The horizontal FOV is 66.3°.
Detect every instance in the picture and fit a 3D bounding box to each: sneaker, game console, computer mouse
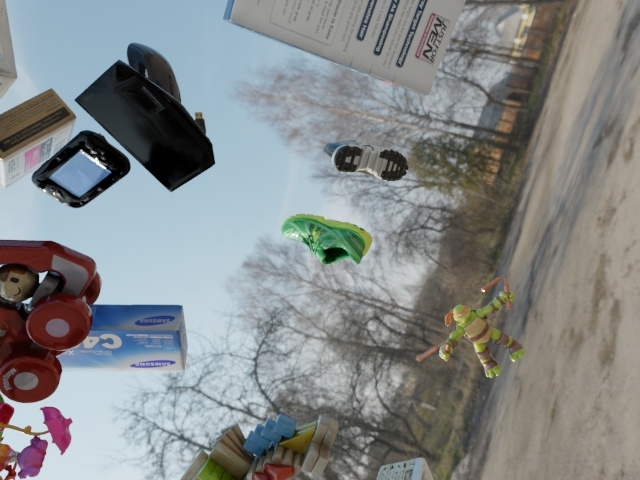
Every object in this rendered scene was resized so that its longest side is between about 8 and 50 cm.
[{"bbox_3d":[0.104,-0.196,1.156,0.234,0.106,0.078,3,-66,-35],"label":"sneaker"},{"bbox_3d":[-0.364,-0.144,0.860,0.213,0.361,0.044,47,-146,-28],"label":"game console"},{"bbox_3d":[0.000,0.000,1.403,0.109,0.295,0.124,42,-116,-54],"label":"sneaker"},{"bbox_3d":[-0.320,-0.317,1.096,0.184,0.060,0.262,-11,-98,-64],"label":"computer mouse"}]

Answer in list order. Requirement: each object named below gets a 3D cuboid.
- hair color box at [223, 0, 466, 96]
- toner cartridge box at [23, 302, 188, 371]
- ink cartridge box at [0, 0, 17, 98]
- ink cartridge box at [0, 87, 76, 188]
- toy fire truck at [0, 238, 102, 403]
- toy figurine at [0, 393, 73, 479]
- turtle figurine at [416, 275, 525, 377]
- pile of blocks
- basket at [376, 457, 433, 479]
[{"bbox_3d":[0.039,-0.369,0.772,0.105,0.346,0.174,-123,50,-61],"label":"hair color box"},{"bbox_3d":[-0.485,0.221,1.102,0.075,0.347,0.165,-96,10,-45],"label":"toner cartridge box"},{"bbox_3d":[-0.724,-0.390,0.949,0.091,0.308,0.385,6,-121,-56],"label":"ink cartridge box"},{"bbox_3d":[-0.700,-0.237,1.166,0.193,0.088,0.234,-47,15,-30],"label":"ink cartridge box"},{"bbox_3d":[-0.555,0.127,0.875,0.302,0.253,0.169,-56,26,13],"label":"toy fire truck"},{"bbox_3d":[-0.472,0.316,0.755,0.130,0.159,0.173,85,-173,-50],"label":"toy figurine"},{"bbox_3d":[0.357,0.220,1.133,0.269,0.217,0.087,-44,21,-2],"label":"turtle figurine"},{"bbox_3d":[-0.135,0.446,0.976,0.361,0.149,0.112,-29,3,6],"label":"pile of blocks"},{"bbox_3d":[0.184,0.550,0.997,0.167,0.103,0.113,68,-157,-8],"label":"basket"}]
